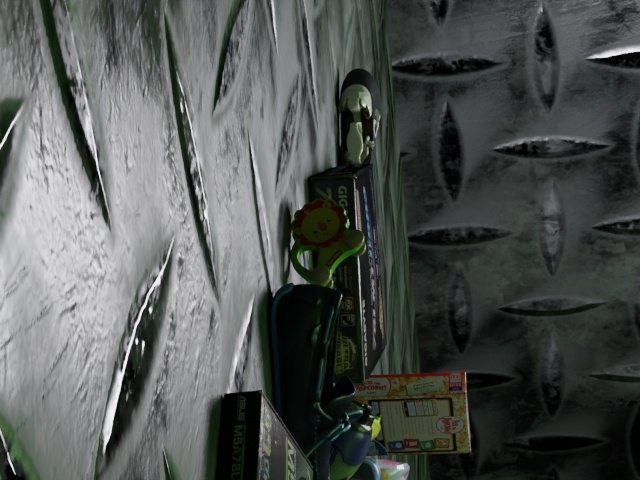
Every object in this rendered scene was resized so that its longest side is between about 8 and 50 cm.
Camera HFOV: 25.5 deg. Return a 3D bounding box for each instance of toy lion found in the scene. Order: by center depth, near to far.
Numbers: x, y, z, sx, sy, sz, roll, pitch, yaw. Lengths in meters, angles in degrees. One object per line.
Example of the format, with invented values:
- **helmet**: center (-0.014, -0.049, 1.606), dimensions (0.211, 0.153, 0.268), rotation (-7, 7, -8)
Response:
- **toy lion**: center (0.000, 0.000, 1.730), dimensions (0.100, 0.096, 0.034), rotation (-48, 157, -14)

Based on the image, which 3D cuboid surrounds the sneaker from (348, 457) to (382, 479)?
- **sneaker**: center (0.035, 0.346, 1.827), dimensions (0.144, 0.053, 0.059), rotation (-65, 148, -18)

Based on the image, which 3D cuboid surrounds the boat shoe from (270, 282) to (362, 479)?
- **boat shoe**: center (-0.002, 0.176, 1.588), dimensions (0.109, 0.089, 0.258), rotation (-76, 162, -65)

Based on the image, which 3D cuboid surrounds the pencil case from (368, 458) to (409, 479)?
- **pencil case**: center (0.074, 0.443, 1.996), dimensions (0.124, 0.113, 0.273), rotation (10, 77, -68)

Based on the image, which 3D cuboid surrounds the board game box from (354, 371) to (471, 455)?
- **board game box**: center (0.130, 0.267, 2.162), dimensions (0.045, 0.193, 0.147), rotation (-85, 170, -46)

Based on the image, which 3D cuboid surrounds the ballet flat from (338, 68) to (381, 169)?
- **ballet flat**: center (0.061, -0.191, 2.289), dimensions (0.074, 0.074, 0.203), rotation (62, 29, -73)

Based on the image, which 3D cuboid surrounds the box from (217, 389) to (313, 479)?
- **box**: center (-0.051, 0.262, 1.308), dimensions (0.184, 0.045, 0.191), rotation (62, 25, -53)

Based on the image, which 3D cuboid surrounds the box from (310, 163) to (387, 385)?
- **box**: center (0.043, 0.041, 2.064), dimensions (0.293, 0.073, 0.295), rotation (-39, 125, -82)

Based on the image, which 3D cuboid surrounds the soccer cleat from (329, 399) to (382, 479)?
- **soccer cleat**: center (0.017, 0.258, 1.829), dimensions (0.121, 0.093, 0.289), rotation (-62, 175, -2)
